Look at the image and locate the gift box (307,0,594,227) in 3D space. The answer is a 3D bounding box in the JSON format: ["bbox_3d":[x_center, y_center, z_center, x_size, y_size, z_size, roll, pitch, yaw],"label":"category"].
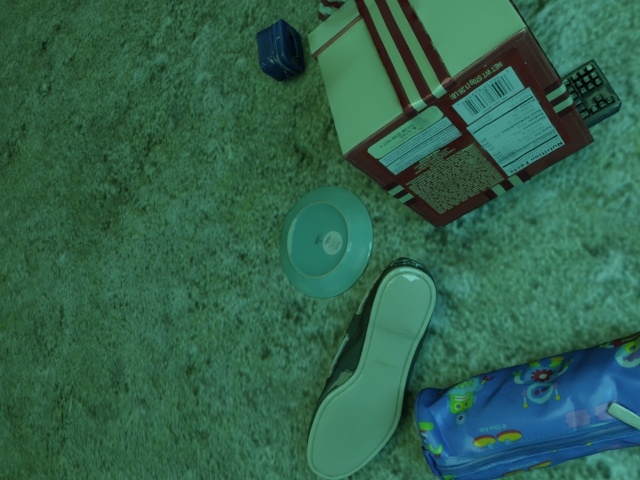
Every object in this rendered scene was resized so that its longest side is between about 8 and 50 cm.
[{"bbox_3d":[0.145,-0.215,0.647,0.255,0.276,0.258,-29,51,23],"label":"gift box"}]

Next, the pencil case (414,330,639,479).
[{"bbox_3d":[0.252,0.194,0.602,0.306,0.133,0.120,-26,92,31],"label":"pencil case"}]

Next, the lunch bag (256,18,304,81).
[{"bbox_3d":[-0.068,-0.339,0.963,0.065,0.067,0.099,-19,73,33],"label":"lunch bag"}]

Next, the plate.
[{"bbox_3d":[0.000,0.000,0.883,0.188,0.024,0.188,-8,76,35],"label":"plate"}]

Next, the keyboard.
[{"bbox_3d":[0.282,-0.168,0.709,0.180,0.023,0.108,-31,65,27],"label":"keyboard"}]

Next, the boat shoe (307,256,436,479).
[{"bbox_3d":[0.075,0.181,0.769,0.112,0.095,0.336,22,101,0],"label":"boat shoe"}]
